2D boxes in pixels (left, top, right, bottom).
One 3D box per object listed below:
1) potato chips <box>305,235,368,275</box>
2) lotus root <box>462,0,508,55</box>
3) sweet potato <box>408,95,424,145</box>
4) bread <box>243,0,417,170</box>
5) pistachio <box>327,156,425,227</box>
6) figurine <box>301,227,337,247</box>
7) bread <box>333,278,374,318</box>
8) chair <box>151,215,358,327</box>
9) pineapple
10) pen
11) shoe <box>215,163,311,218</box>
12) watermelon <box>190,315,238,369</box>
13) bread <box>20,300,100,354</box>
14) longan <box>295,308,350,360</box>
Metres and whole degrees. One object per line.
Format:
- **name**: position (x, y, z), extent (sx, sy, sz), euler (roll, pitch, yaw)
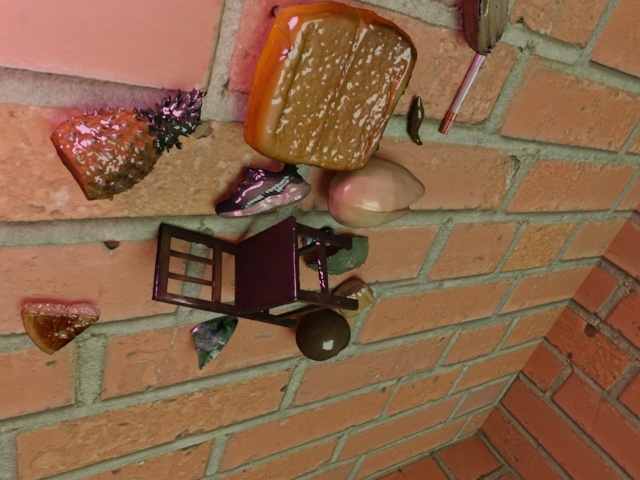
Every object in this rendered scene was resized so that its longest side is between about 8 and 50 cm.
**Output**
- **potato chips**: position (0.063, 0.046, 1.410), extent (0.228, 0.059, 0.167), euler (-25, 151, -18)
- **lotus root**: position (0.366, -0.592, 1.096), extent (0.167, 0.078, 0.330), euler (-48, 142, -29)
- **sweet potato**: position (0.252, -0.308, 1.276), extent (0.041, 0.038, 0.153), euler (-10, 136, 0)
- **bread**: position (0.006, -0.317, 1.006), extent (0.327, 0.148, 0.337), euler (0, 127, -32)
- **pistachio**: position (0.143, -0.118, 1.244), extent (0.299, 0.187, 0.188), euler (-6, 128, -39)
- **figurine**: position (0.000, 0.000, 1.342), extent (0.105, 0.047, 0.060), euler (-13, 123, -26)
- **bread**: position (0.105, 0.178, 1.551), extent (0.125, 0.082, 0.106), euler (-31, 128, 3)
- **chair**: position (-0.134, 0.064, 1.123), extent (0.240, 0.203, 0.416), euler (-20, 152, 36)
- **pineapple**: position (-0.327, -0.193, 0.878), extent (0.278, 0.157, 0.158), euler (-37, 140, -25)
- **pen**: position (0.386, -0.398, 1.305), extent (0.028, 0.028, 0.239), euler (2, 123, -38)
- **shoe**: position (-0.137, -0.122, 1.109), extent (0.227, 0.099, 0.112), euler (-14, 103, -2)
- **watermelon**: position (-0.298, 0.263, 1.347), extent (0.155, 0.080, 0.101), euler (-35, 103, -3)
- **bread**: position (-0.582, 0.195, 1.066), extent (0.154, 0.054, 0.136), euler (12, 116, -36)
- **longan**: position (0.010, 0.295, 1.518), extent (0.187, 0.167, 0.168), euler (15, 115, -44)
